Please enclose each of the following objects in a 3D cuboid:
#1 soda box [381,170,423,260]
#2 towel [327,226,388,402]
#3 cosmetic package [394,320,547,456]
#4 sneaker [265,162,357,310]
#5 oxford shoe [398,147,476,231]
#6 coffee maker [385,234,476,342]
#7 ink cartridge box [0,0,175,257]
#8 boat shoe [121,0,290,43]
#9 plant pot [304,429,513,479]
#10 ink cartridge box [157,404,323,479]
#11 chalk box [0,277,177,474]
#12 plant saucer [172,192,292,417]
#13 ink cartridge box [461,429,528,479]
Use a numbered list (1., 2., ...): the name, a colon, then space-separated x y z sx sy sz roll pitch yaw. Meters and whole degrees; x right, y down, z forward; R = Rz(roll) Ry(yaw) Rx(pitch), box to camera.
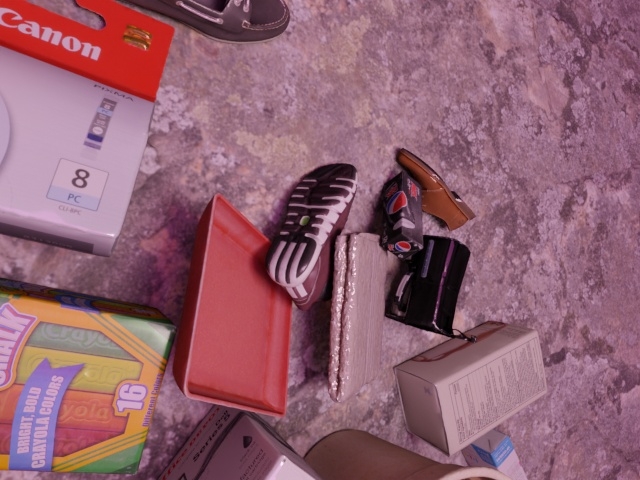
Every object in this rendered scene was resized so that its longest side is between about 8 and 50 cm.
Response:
1. soda box: 0.155 -0.050 0.822 0.060 0.053 0.169 32 44 -24
2. towel: 0.067 0.123 0.764 0.187 0.049 0.283 7 86 -64
3. cosmetic package: 0.317 0.291 0.905 0.295 0.129 0.153 -14 97 -28
4. sneaker: 0.000 0.000 0.772 0.282 0.106 0.163 -61 148 -35
5. oxford shoe: 0.226 -0.101 0.899 0.076 0.076 0.212 -41 100 19
6. coffee maker: 0.231 0.089 0.843 0.171 0.120 0.179 15 80 17
7. ink cartridge box: -0.357 -0.201 0.516 0.307 0.091 0.386 16 67 -24
8. boat shoe: -0.190 -0.389 0.661 0.334 0.095 0.112 4 88 -28
9. plant pot: 0.111 0.467 0.693 0.333 0.305 0.334 0 89 -27
10. ink cartridge box: -0.122 0.353 0.590 0.115 0.272 0.198 45 70 -18
11. chalk box: -0.352 0.150 0.522 0.288 0.179 0.181 16 82 -27
12. plant saucer: -0.115 0.106 0.625 0.258 0.047 0.259 50 35 -56
13. ink cartridge box: 0.381 0.495 0.949 0.061 0.104 0.182 -33 104 -24
